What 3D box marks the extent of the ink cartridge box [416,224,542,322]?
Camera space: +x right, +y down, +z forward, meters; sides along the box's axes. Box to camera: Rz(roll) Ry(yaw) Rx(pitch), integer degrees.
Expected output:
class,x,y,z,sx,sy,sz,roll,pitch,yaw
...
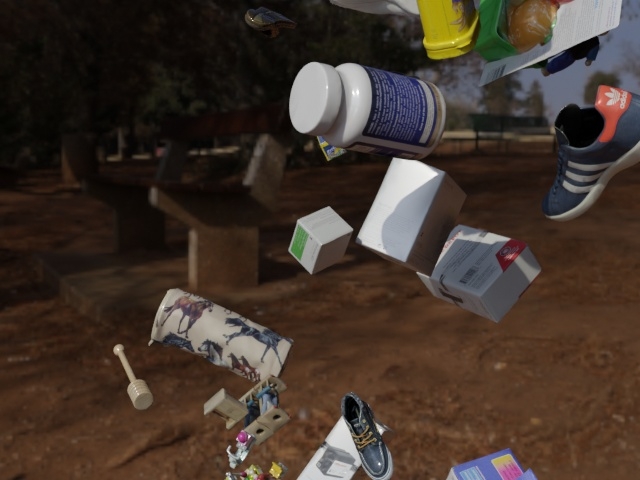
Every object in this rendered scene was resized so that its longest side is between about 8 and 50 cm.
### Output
class,x,y,z,sx,sy,sz,roll,pitch,yaw
ink cartridge box,0.423,0.082,2.309,0.197,0.114,0.273,-46,31,-14

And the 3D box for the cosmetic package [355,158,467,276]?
class,x,y,z,sx,sy,sz,roll,pitch,yaw
cosmetic package,0.217,-0.054,1.995,0.138,0.225,0.224,22,-1,24

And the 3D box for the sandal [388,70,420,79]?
class,x,y,z,sx,sy,sz,roll,pitch,yaw
sandal,0.181,-0.400,2.160,0.179,0.040,0.067,-10,40,-26

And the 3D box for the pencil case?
class,x,y,z,sx,sy,sz,roll,pitch,yaw
pencil case,-0.272,0.288,2.423,0.410,0.184,0.160,25,35,-3

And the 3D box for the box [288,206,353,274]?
class,x,y,z,sx,sy,sz,roll,pitch,yaw
box,0.000,0.000,1.891,0.102,0.101,0.087,-26,59,-37

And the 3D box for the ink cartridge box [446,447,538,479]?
class,x,y,z,sx,sy,sz,roll,pitch,yaw
ink cartridge box,0.351,0.607,1.700,0.151,0.396,0.270,-14,50,-21

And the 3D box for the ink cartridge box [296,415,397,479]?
class,x,y,z,sx,sy,sz,roll,pitch,yaw
ink cartridge box,0.063,0.625,2.408,0.129,0.307,0.223,35,-4,19

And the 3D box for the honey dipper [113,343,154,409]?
class,x,y,z,sx,sy,sz,roll,pitch,yaw
honey dipper,-0.280,0.196,1.259,0.030,0.031,0.160,-1,21,-27

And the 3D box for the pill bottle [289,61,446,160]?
class,x,y,z,sx,sy,sz,roll,pitch,yaw
pill bottle,0.085,-0.235,1.553,0.264,0.153,0.153,6,1,-34

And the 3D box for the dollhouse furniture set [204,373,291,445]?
class,x,y,z,sx,sy,sz,roll,pitch,yaw
dollhouse furniture set,-0.184,0.402,2.178,0.183,0.129,0.129,38,21,-28

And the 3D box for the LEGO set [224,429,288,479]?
class,x,y,z,sx,sy,sz,roll,pitch,yaw
LEGO set,-0.079,0.476,1.644,0.287,0.132,0.107,19,-6,30

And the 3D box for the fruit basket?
class,x,y,z,sx,sy,sz,roll,pitch,yaw
fruit basket,0.482,-0.491,1.742,0.165,0.327,0.353,30,-27,-33

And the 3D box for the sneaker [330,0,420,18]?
class,x,y,z,sx,sy,sz,roll,pitch,yaw
sneaker,0.118,-0.427,1.508,0.212,0.080,0.094,7,-7,-12

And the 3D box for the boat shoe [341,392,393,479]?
class,x,y,z,sx,sy,sz,roll,pitch,yaw
boat shoe,0.089,0.400,1.747,0.065,0.183,0.083,-29,-40,9

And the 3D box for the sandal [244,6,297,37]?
class,x,y,z,sx,sy,sz,roll,pitch,yaw
sandal,-0.129,-0.528,2.111,0.090,0.060,0.219,30,24,6

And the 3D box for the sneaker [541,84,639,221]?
class,x,y,z,sx,sy,sz,roll,pitch,yaw
sneaker,0.469,-0.162,1.556,0.148,0.131,0.350,25,-33,-4

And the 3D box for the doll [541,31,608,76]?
class,x,y,z,sx,sy,sz,roll,pitch,yaw
doll,0.588,-0.459,2.003,0.189,0.129,0.046,-27,6,44

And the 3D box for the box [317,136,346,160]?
class,x,y,z,sx,sy,sz,roll,pitch,yaw
box,0.024,-0.280,2.339,0.059,0.054,0.169,-26,28,5

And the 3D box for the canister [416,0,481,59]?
class,x,y,z,sx,sy,sz,roll,pitch,yaw
canister,0.172,-0.361,1.211,0.073,0.170,0.126,-5,34,23
